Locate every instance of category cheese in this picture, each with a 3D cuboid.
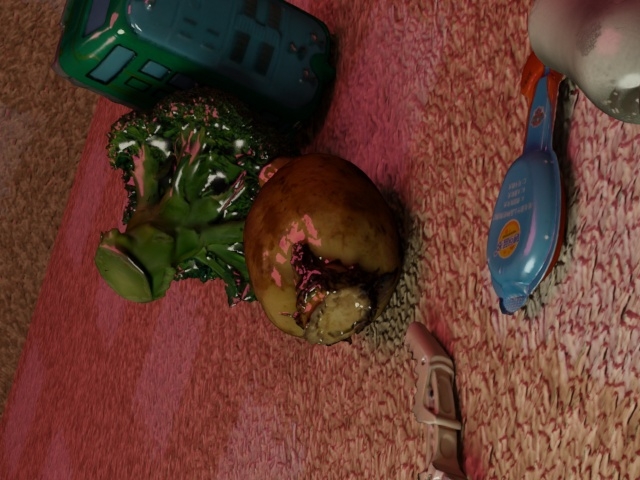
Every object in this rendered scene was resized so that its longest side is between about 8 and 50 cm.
[{"bbox_3d":[0.185,-0.060,1.143,0.106,0.037,0.256,-19,57,64],"label":"cheese"}]

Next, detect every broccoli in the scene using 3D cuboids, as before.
[{"bbox_3d":[-0.155,-0.031,1.619,0.297,0.297,0.297,-50,4,-37],"label":"broccoli"}]

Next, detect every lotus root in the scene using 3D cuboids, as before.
[{"bbox_3d":[0.000,0.000,1.410,0.169,0.141,0.314,-46,34,20],"label":"lotus root"}]

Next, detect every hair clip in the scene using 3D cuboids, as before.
[{"bbox_3d":[0.107,0.153,1.195,0.072,0.034,0.226,-50,31,42],"label":"hair clip"}]

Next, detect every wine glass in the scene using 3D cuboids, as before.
[{"bbox_3d":[0.234,-0.139,0.983,0.231,0.103,0.103,-122,51,-67],"label":"wine glass"}]

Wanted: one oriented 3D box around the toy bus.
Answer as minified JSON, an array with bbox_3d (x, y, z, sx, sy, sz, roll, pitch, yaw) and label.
[{"bbox_3d":[-0.150,-0.249,1.709,0.199,0.343,0.183,-21,53,55],"label":"toy bus"}]
